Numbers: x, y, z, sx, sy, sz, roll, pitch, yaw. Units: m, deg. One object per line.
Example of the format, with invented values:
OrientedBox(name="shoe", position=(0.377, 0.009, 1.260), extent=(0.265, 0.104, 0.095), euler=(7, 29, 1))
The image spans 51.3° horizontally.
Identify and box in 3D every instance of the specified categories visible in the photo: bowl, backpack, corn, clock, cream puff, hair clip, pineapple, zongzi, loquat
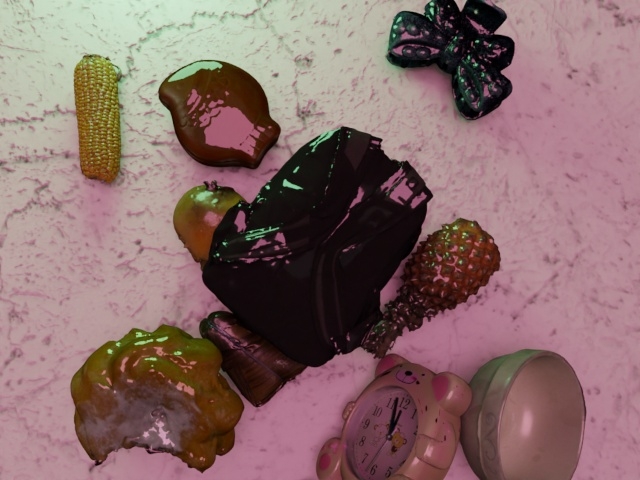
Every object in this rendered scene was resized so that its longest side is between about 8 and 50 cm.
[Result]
OrientedBox(name="bowl", position=(0.393, 0.371, 1.362), extent=(0.307, 0.163, 0.306), euler=(1, 88, -42))
OrientedBox(name="backpack", position=(0.000, 0.000, 1.275), extent=(0.363, 0.255, 0.445), euler=(35, 97, 3))
OrientedBox(name="corn", position=(-0.494, -0.267, 1.485), extent=(0.107, 0.106, 0.292), euler=(-4, 84, -4))
OrientedBox(name="clock", position=(0.151, 0.390, 1.333), extent=(0.114, 0.284, 0.309), euler=(34, 76, -30))
OrientedBox(name="cream puff", position=(-0.311, 0.289, 1.315), extent=(0.324, 0.270, 0.274), euler=(11, 100, -9))
OrientedBox(name="hair clip", position=(0.309, -0.431, 1.507), extent=(0.310, 0.194, 0.206), euler=(36, 88, 2))
OrientedBox(name="pineapple", position=(0.220, 0.110, 1.426), extent=(0.361, 0.175, 0.175), euler=(-42, 85, -9))
OrientedBox(name="zongzi", position=(-0.108, 0.200, 1.409), extent=(0.242, 0.112, 0.221), euler=(-36, 104, -11))
OrientedBox(name="loquat", position=(-0.233, -0.029, 1.434), extent=(0.172, 0.149, 0.204), euler=(13, 98, -1))

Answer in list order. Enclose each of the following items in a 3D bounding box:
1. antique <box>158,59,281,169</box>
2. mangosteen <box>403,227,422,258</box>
OrientedBox(name="antique", position=(-0.223, -0.274, 1.479), extent=(0.278, 0.129, 0.223), euler=(31, 81, 2))
OrientedBox(name="mangosteen", position=(0.123, -0.040, 1.452), extent=(0.200, 0.200, 0.199), euler=(0, 81, -3))
